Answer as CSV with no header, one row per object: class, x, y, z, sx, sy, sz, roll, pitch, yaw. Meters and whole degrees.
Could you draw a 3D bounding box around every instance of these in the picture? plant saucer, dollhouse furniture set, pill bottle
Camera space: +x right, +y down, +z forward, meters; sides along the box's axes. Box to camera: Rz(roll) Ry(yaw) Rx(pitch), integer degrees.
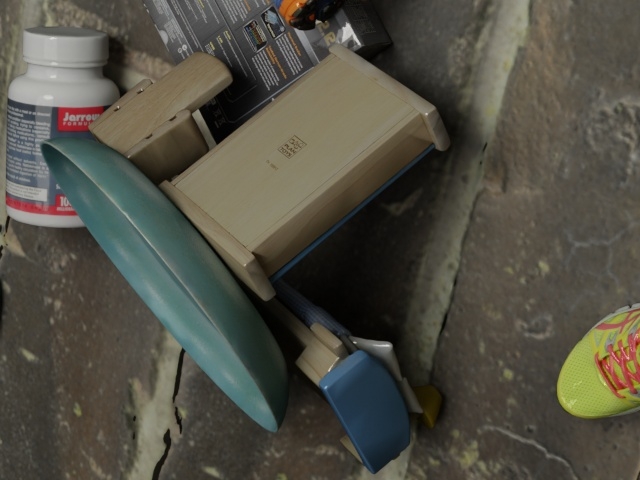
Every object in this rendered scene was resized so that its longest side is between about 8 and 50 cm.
plant saucer,-0.125,0.029,1.391,0.043,0.317,0.317,-40,73,-12
dollhouse furniture set,0.000,0.000,1.426,0.286,0.198,0.303,40,163,43
pill bottle,-0.246,-0.110,1.558,0.108,0.108,0.180,12,106,30

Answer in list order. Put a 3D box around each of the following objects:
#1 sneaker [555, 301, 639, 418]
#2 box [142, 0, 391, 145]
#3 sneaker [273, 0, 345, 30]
sneaker,0.262,0.086,1.283,0.208,0.094,0.081,-35,82,34
box,-0.067,-0.227,1.451,0.183,0.056,0.231,-32,82,32
sneaker,0.028,-0.279,1.333,0.221,0.083,0.087,-45,77,4
